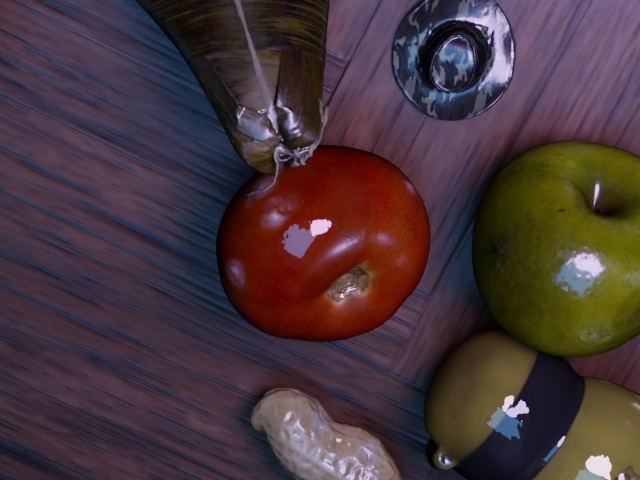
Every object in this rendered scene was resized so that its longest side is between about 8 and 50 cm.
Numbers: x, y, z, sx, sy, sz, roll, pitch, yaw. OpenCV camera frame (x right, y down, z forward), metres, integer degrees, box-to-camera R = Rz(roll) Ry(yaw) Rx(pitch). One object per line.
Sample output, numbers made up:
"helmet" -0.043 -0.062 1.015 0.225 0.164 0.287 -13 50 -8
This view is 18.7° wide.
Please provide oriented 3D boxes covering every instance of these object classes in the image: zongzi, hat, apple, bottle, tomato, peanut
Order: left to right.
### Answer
"zongzi" -0.110 -0.161 1.635 0.241 0.111 0.247 -2 68 10
"tomato" 0.000 0.000 1.688 0.195 0.136 0.195 -18 140 -16
"peanut" 0.012 0.199 1.806 0.174 0.080 0.080 40 105 -8
"hat" 0.117 -0.160 1.694 0.121 0.050 0.121 1 106 3
"apple" 0.222 0.009 1.678 0.196 0.196 0.157 13 128 -2
"bottle" 0.251 0.212 1.749 0.351 0.171 0.171 36 106 -9
